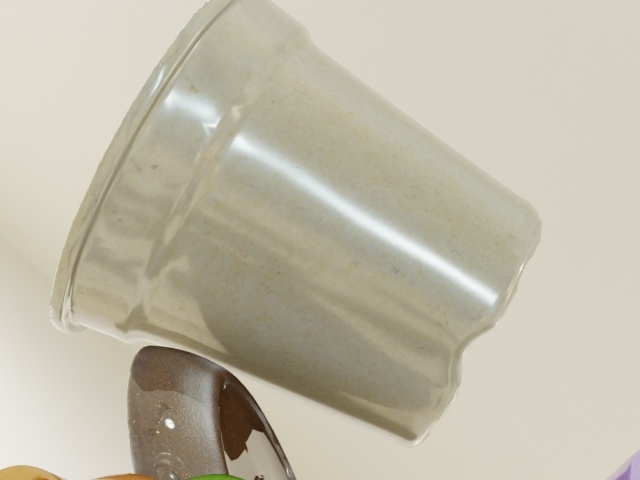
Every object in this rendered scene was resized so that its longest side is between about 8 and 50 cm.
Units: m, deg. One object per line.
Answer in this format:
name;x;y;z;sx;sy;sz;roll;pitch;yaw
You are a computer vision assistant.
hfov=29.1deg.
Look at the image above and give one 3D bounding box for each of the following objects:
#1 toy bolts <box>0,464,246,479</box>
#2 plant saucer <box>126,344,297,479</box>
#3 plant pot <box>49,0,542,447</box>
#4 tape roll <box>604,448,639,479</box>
toy bolts;-0.150;0.218;0.597;0.218;0.158;0.229;5;-96;31
plant saucer;-0.043;0.208;0.833;0.050;0.310;0.311;-23;-78;4
plant pot;0.000;0.000;1.011;0.305;0.334;0.334;29;-63;4
tape roll;0.258;0.254;0.731;0.275;0.275;0.090;41;-69;2
